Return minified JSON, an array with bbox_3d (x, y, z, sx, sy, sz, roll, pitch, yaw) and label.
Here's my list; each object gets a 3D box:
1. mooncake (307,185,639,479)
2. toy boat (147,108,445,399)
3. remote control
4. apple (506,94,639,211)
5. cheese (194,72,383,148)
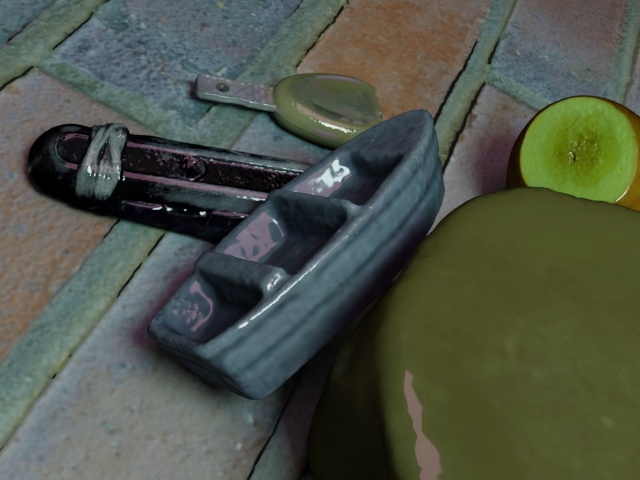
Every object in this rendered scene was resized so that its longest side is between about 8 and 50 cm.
[{"bbox_3d":[0.176,0.160,0.598,0.378,0.201,0.379,10,53,-14],"label":"mooncake"},{"bbox_3d":[0.000,0.000,0.646,0.283,0.127,0.078,-43,118,-25],"label":"toy boat"},{"bbox_3d":[-0.108,-0.052,0.717,0.265,0.066,0.090,13,47,-15],"label":"remote control"},{"bbox_3d":[0.260,-0.050,0.823,0.146,0.163,0.147,5,48,37],"label":"apple"},{"bbox_3d":[-0.030,-0.136,0.844,0.192,0.037,0.097,6,50,-19],"label":"cheese"}]
